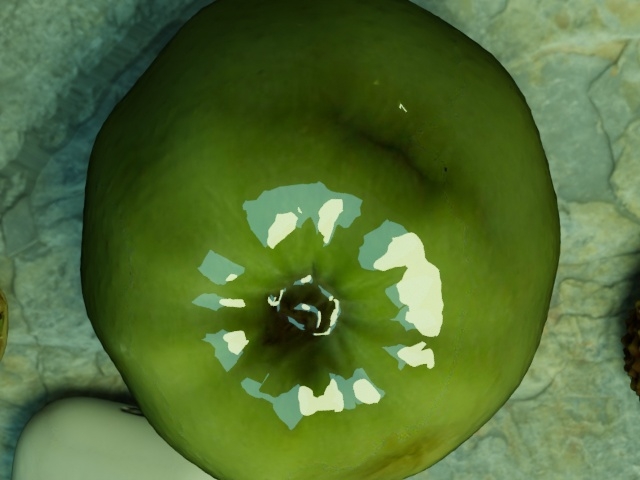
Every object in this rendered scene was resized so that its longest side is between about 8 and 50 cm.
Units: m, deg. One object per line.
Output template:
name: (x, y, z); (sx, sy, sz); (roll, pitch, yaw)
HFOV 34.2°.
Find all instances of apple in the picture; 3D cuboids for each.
apple: (0.000, 0.000, 0.934); (0.474, 0.473, 0.473); (-2, 110, -5)

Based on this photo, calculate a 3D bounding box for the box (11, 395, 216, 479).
box: (-0.209, 0.354, 1.143); (0.289, 0.141, 0.349); (10, 101, 12)

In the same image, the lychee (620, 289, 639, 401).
lychee: (0.460, 0.115, 1.109); (0.268, 0.267, 0.267); (-2, 110, -5)

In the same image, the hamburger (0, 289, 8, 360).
hamburger: (-0.433, 0.092, 1.084); (0.214, 0.108, 0.213); (-2, 110, -6)
